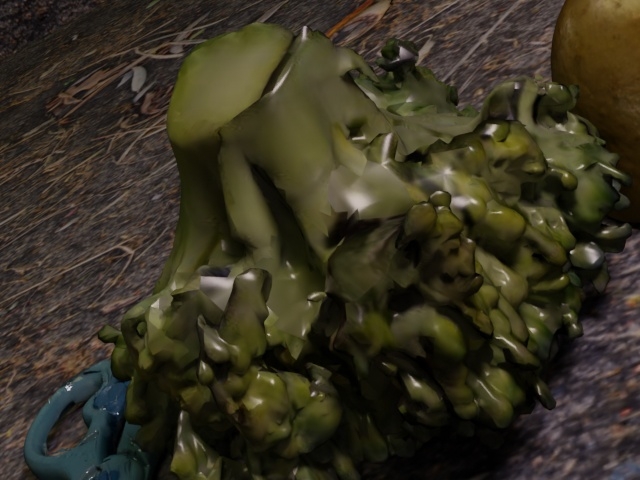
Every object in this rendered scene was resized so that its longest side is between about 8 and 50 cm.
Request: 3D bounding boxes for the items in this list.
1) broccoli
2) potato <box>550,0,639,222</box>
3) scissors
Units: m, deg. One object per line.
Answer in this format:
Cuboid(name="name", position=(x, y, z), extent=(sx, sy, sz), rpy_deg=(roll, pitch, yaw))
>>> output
Cuboid(name="broccoli", position=(0.014, 0.013, 0.820), extent=(0.334, 0.272, 0.324), rpy_deg=(8, 84, 44))
Cuboid(name="potato", position=(0.235, -0.123, 0.871), extent=(0.178, 0.158, 0.203), rpy_deg=(-48, 26, -24))
Cuboid(name="scissors", position=(-0.156, 0.175, 0.934), extent=(0.180, 0.032, 0.393), rpy_deg=(-27, 23, 12))
